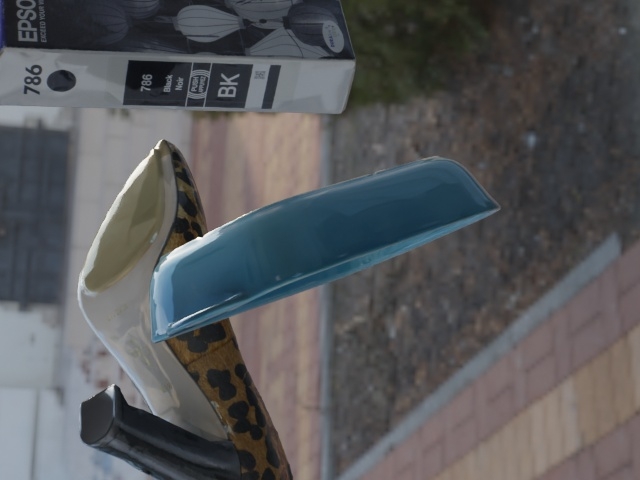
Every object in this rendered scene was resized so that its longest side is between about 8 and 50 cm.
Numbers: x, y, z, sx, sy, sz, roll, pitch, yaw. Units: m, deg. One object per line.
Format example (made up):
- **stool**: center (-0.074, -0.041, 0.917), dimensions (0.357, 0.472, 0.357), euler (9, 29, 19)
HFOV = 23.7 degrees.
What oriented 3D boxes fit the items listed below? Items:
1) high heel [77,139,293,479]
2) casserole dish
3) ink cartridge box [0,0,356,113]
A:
- **high heel**: center (-0.082, 0.068, 1.091), dimensions (0.093, 0.186, 0.261), euler (-22, 48, 34)
- **casserole dish**: center (0.000, 0.000, 0.683), dimensions (0.114, 0.188, 0.037), euler (-24, 85, 41)
- **ink cartridge box**: center (-0.149, -0.175, 1.169), dimensions (0.065, 0.332, 0.165), euler (104, 159, -47)
